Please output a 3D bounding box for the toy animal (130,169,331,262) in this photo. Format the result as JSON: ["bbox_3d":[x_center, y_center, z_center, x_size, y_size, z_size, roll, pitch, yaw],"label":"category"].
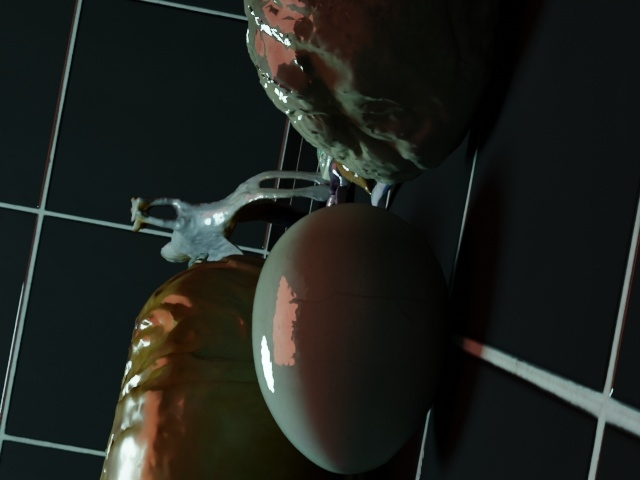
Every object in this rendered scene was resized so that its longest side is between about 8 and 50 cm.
[{"bbox_3d":[-0.132,-0.021,2.478,0.284,0.302,0.225,98,-178,-58],"label":"toy animal"}]

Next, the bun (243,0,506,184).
[{"bbox_3d":[0.038,-0.194,1.355,0.281,0.205,0.281,-169,90,-83],"label":"bun"}]

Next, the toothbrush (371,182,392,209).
[{"bbox_3d":[0.065,-0.049,1.780,0.269,0.027,0.021,122,171,-73],"label":"toothbrush"}]

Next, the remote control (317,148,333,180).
[{"bbox_3d":[0.021,-0.133,2.345,0.221,0.042,0.078,-96,16,-76],"label":"remote control"}]

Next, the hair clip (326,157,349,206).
[{"bbox_3d":[0.008,0.003,2.226,0.146,0.056,0.187,109,179,-65],"label":"hair clip"}]

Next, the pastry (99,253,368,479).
[{"bbox_3d":[-0.083,0.220,1.630,0.409,0.245,0.409,-167,90,-83],"label":"pastry"}]

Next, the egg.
[{"bbox_3d":[0.023,0.073,1.302,0.151,0.151,0.209,112,159,-66],"label":"egg"}]

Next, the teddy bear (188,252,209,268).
[{"bbox_3d":[-0.090,0.088,2.142,0.111,0.213,0.133,-44,-34,-61],"label":"teddy bear"}]

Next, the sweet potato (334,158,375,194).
[{"bbox_3d":[0.044,-0.141,1.984,0.068,0.068,0.226,107,173,-51],"label":"sweet potato"}]
